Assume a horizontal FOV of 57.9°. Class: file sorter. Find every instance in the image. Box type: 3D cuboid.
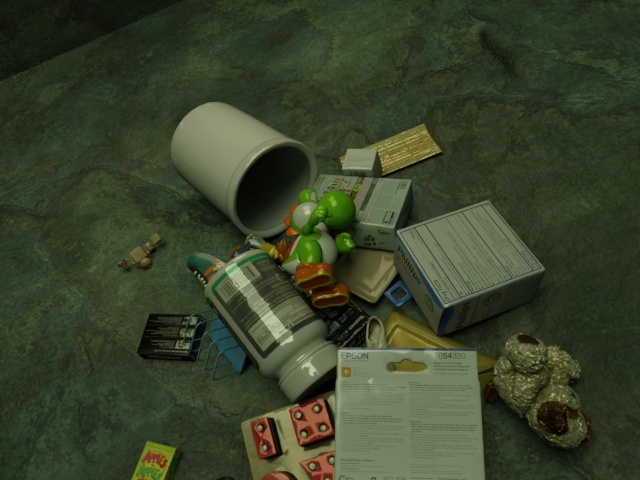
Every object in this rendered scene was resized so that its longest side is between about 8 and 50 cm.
[{"bbox_3d":[-0.291,0.285,1.609,0.105,0.118,0.170,-9,39,-42],"label":"file sorter"}]

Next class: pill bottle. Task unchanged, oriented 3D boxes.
[{"bbox_3d":[-0.112,0.214,1.451,0.204,0.204,0.361,-37,73,-9],"label":"pill bottle"}]

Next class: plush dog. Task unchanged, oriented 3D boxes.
[{"bbox_3d":[0.494,0.359,1.287,0.210,0.263,0.225,-49,43,18],"label":"plush dog"}]

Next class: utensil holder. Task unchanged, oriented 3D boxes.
[{"bbox_3d":[-0.253,-0.239,1.863,0.328,0.327,0.386,-43,52,-13],"label":"utensil holder"}]

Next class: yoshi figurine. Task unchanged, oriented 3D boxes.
[{"bbox_3d":[0.022,-0.013,1.541,0.203,0.203,0.362,13,45,-21],"label":"yoshi figurine"}]

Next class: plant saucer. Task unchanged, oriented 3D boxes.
[{"bbox_3d":[0.231,0.355,1.443,0.333,0.081,0.332,24,66,30],"label":"plant saucer"}]

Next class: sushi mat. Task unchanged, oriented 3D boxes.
[{"bbox_3d":[0.228,-0.283,1.924,0.317,0.019,0.151,-22,54,3],"label":"sushi mat"}]

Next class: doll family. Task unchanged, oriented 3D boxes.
[{"bbox_3d":[-0.167,0.059,1.686,0.163,0.118,0.263,28,31,10],"label":"doll family"}]

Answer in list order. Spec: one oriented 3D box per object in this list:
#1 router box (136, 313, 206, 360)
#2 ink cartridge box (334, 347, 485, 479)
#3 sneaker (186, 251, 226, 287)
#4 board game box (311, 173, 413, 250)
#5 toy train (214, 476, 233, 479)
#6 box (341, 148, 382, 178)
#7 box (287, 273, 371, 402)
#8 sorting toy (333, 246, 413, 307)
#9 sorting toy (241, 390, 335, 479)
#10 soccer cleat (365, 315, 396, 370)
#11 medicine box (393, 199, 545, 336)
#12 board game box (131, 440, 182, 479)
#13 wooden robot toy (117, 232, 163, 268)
[{"bbox_3d":[-0.444,0.287,1.725,0.179,0.046,0.133,-1,57,18],"label":"router box"},{"bbox_3d":[0.196,0.410,1.301,0.325,0.071,0.329,0,73,6],"label":"ink cartridge box"},{"bbox_3d":[-0.311,0.137,1.748,0.302,0.108,0.121,25,63,29],"label":"sneaker"},{"bbox_3d":[0.107,-0.092,1.754,0.304,0.097,0.224,8,44,20],"label":"board game box"},{"bbox_3d":[-0.295,0.625,1.448,0.159,0.036,0.027,-21,53,3],"label":"toy train"},{"bbox_3d":[0.134,-0.230,1.842,0.101,0.102,0.087,4,61,21],"label":"box"},{"bbox_3d":[-0.049,0.244,1.613,0.295,0.073,0.293,-44,55,-13],"label":"box"},{"bbox_3d":[0.136,0.082,1.685,0.348,0.047,0.196,27,64,31],"label":"sorting toy"},{"bbox_3d":[-0.050,0.518,1.377,0.257,0.089,0.255,-20,66,4],"label":"sorting toy"},{"bbox_3d":[0.143,0.281,1.424,0.068,0.076,0.196,-14,54,8],"label":"soccer cleat"},{"bbox_3d":[0.378,0.067,1.520,0.290,0.149,0.263,-19,52,-11],"label":"medicine box"},{"bbox_3d":[-0.437,0.622,1.492,0.092,0.043,0.181,5,58,21],"label":"board game box"},{"bbox_3d":[-0.589,0.056,1.935,0.173,0.076,0.079,-40,89,-12],"label":"wooden robot toy"}]
